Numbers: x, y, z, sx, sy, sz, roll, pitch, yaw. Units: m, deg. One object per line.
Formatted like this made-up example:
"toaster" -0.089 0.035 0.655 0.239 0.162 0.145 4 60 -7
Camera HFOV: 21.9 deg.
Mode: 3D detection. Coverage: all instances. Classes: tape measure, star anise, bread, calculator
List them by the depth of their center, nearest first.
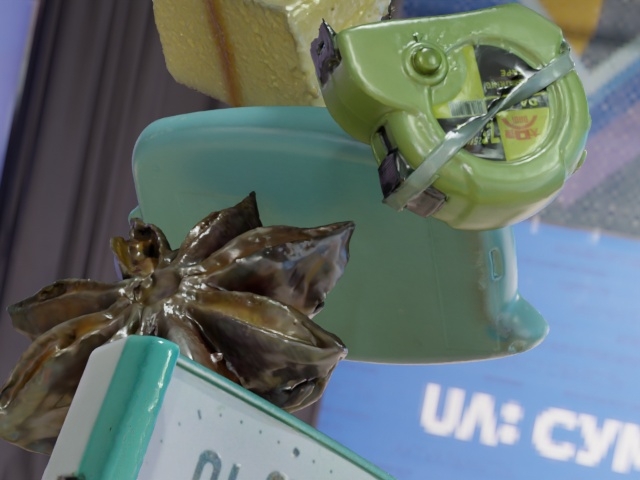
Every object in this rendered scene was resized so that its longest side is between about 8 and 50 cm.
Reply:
"tape measure" 0.111 -0.093 1.234 0.200 0.175 0.106 -12 -14 -22
"star anise" -0.114 0.080 1.302 0.331 0.118 0.332 -17 30 10
"calculator" 0.000 0.000 1.443 0.386 0.256 0.054 6 37 24
"bread" -0.024 -0.212 1.520 0.178 0.135 0.240 -33 37 -28

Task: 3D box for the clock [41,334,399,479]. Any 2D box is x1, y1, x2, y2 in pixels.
"clock" -0.065 0.211 0.795 0.231 0.262 0.116 34 -29 -33
